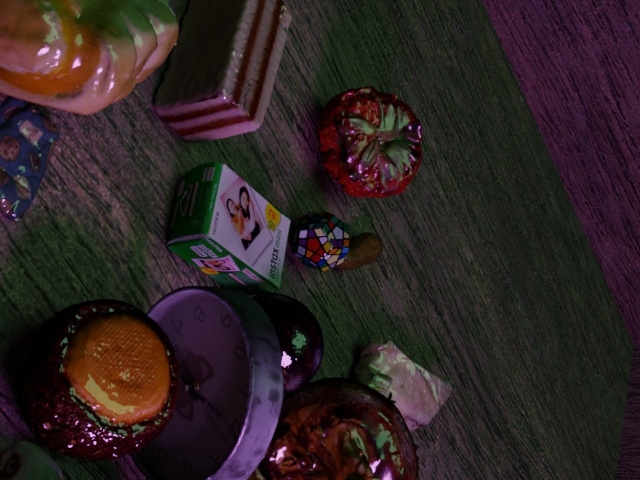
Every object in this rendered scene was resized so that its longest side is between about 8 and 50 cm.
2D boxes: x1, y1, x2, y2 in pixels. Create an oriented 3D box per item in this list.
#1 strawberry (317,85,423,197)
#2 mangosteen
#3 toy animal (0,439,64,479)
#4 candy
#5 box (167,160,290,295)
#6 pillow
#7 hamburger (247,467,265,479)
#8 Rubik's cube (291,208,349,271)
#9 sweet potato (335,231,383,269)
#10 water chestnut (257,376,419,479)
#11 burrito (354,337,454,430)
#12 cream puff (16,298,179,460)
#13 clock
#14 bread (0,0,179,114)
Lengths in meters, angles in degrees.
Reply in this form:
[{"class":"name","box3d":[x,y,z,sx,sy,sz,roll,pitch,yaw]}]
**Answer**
[{"class":"strawberry","box3d":[0.103,-0.218,2.185,0.261,0.258,0.261,4,81,-27]},{"class":"mangosteen","box3d":[-0.105,0.198,1.745,0.231,0.194,0.194,-21,99,-39]},{"class":"toy animal","box3d":[-0.382,0.313,1.214,0.127,0.251,0.125,-45,114,-52]},{"class":"candy","box3d":[-0.178,-0.340,1.794,0.135,0.179,0.320,43,47,-42]},{"class":"box","box3d":[-0.165,-0.017,1.786,0.250,0.103,0.180,38,51,-45]},{"class":"pillow","box3d":[-0.493,-0.165,1.390,0.255,0.034,0.189,48,41,-41]},{"class":"hamburger","box3d":[-0.174,0.458,1.529,0.132,0.211,0.308,22,63,-47]},{"class":"Rubik's cube","box3d":[0.000,0.000,2.013,0.133,0.133,0.111,-56,139,-48]},{"class":"sweet potato","box3d":[0.067,0.027,2.169,0.233,0.062,0.081,-6,70,-54]},{"class":"water chestnut","box3d":[0.032,0.422,1.753,0.347,0.335,0.335,-147,-134,-89]},{"class":"burrito","box3d":[0.190,0.351,2.217,0.348,0.107,0.175,35,68,-44]},{"class":"cream puff","box3d":[-0.327,0.206,1.392,0.239,0.165,0.239,22,54,-34]},{"class":"clock","box3d":[-0.191,0.227,1.472,0.067,0.325,0.325,15,68,-46]},{"class":"bread","box3d":[-0.391,-0.315,1.407,0.300,0.210,0.341,39,29,-12]}]
